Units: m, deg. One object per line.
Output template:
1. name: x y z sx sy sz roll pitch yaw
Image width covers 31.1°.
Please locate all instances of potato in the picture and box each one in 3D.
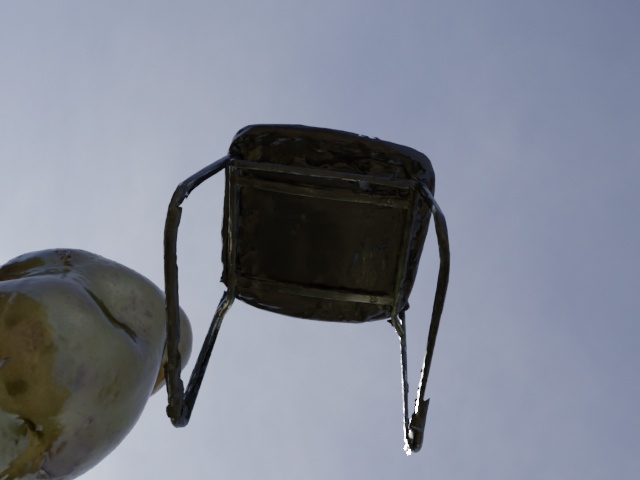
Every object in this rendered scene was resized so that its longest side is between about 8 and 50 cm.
1. potato: -0.247 0.113 1.077 0.218 0.351 0.202 -35 -92 21

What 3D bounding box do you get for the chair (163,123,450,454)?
1. chair: 0.000 0.000 0.672 0.140 0.221 0.145 7 -63 3
